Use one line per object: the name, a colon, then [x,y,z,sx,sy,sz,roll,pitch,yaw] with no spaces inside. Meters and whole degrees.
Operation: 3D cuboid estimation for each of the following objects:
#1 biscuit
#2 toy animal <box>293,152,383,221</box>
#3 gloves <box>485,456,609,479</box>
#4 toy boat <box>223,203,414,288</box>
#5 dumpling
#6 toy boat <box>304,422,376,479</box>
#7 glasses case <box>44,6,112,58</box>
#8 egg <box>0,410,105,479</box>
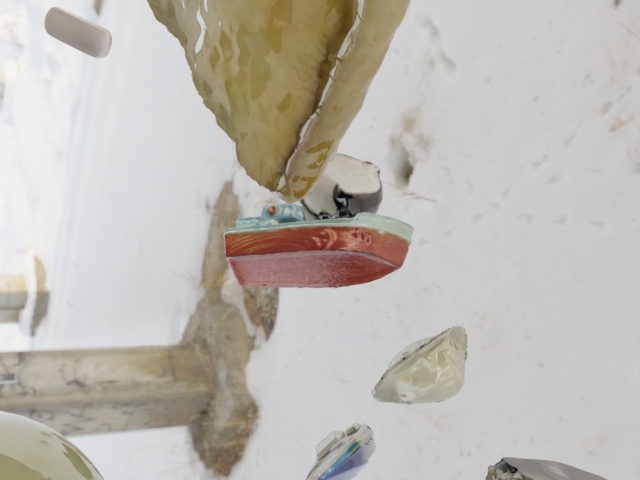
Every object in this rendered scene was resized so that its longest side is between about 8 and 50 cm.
biscuit: [-0.044,-0.326,0.467,0.429,0.104,0.446,56,139,31]
toy animal: [0.022,-0.050,1.489,0.187,0.165,0.235,45,123,33]
gloves: [0.247,0.397,0.763,0.135,0.210,0.312,-4,69,41]
toy boat: [0.000,0.000,1.284,0.145,0.332,0.133,78,-167,-54]
dumpling: [0.212,0.243,1.415,0.142,0.247,0.172,43,142,36]
toy boat: [0.029,0.399,1.302,0.129,0.295,0.088,-43,78,4]
glasses case: [-0.251,-0.215,0.743,0.083,0.021,0.032,27,105,16]
egg: [-0.186,0.198,0.295,0.219,0.219,0.269,-37,24,55]
